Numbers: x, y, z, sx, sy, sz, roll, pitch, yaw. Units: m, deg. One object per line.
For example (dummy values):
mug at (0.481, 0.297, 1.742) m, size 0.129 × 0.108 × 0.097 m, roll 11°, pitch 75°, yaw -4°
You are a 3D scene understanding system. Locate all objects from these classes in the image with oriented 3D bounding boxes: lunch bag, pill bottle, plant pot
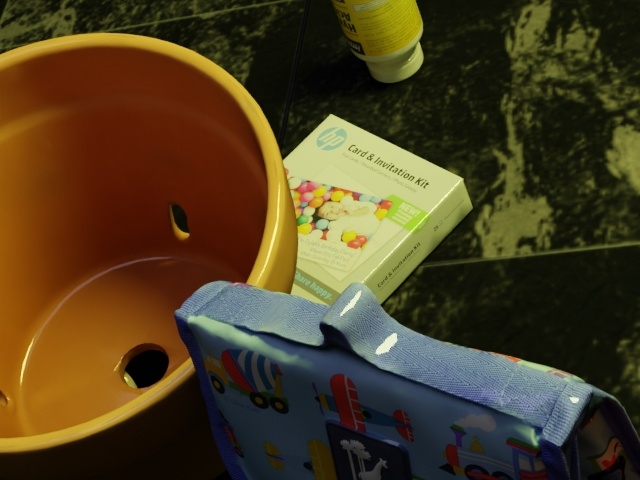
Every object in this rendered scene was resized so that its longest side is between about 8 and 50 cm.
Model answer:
lunch bag at (0.063, 0.118, 0.772) m, size 0.221 × 0.293 × 0.138 m, roll 16°, pitch 58°, yaw 34°
pill bottle at (0.047, -0.185, 1.178) m, size 0.065 × 0.116 × 0.065 m, roll -13°, pitch 46°, yaw 13°
plant pot at (-0.141, 0.043, 0.935) m, size 0.291 × 0.203 × 0.290 m, roll -7°, pitch 56°, yaw 10°

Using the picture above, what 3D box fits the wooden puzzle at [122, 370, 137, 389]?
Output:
wooden puzzle at (-0.271, 0.161, 1.062) m, size 0.221 × 0.044 × 0.238 m, roll 23°, pitch 67°, yaw 37°

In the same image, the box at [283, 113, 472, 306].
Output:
box at (0.000, 0.000, 1.088) m, size 0.186 × 0.038 × 0.145 m, roll -44°, pitch 49°, yaw -19°
